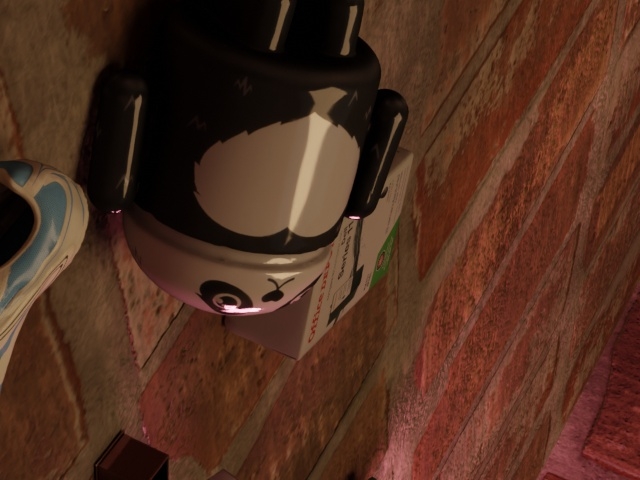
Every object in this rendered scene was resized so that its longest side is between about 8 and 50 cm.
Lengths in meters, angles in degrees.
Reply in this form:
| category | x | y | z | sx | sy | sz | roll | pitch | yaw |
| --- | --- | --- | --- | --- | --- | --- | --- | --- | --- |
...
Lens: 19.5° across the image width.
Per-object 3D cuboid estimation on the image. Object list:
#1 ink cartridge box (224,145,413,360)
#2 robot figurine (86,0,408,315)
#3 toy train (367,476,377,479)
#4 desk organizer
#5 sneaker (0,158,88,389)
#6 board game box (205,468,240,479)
| category | x | y | z | sx | sy | sz | roll | pitch | yaw |
| --- | --- | --- | --- | --- | --- | --- | --- | --- | --- |
| ink cartridge box | 0.000 | 0.000 | 1.817 | 0.208 | 0.087 | 0.153 | -43 | 150 | -52 |
| robot figurine | -0.051 | -0.077 | 1.403 | 0.173 | 0.209 | 0.278 | -61 | 168 | -67 |
| toy train | 0.034 | 0.453 | 2.457 | 0.190 | 0.142 | 0.334 | -61 | 171 | 31 |
| desk organizer | -0.168 | 0.236 | 1.671 | 0.047 | 0.050 | 0.130 | -52 | 158 | -40 |
| sneaker | -0.234 | 0.055 | 1.206 | 0.086 | 0.085 | 0.237 | 26 | 91 | -47 |
| board game box | -0.184 | 0.348 | 1.644 | 0.305 | 0.053 | 0.193 | -29 | 143 | -43 |
